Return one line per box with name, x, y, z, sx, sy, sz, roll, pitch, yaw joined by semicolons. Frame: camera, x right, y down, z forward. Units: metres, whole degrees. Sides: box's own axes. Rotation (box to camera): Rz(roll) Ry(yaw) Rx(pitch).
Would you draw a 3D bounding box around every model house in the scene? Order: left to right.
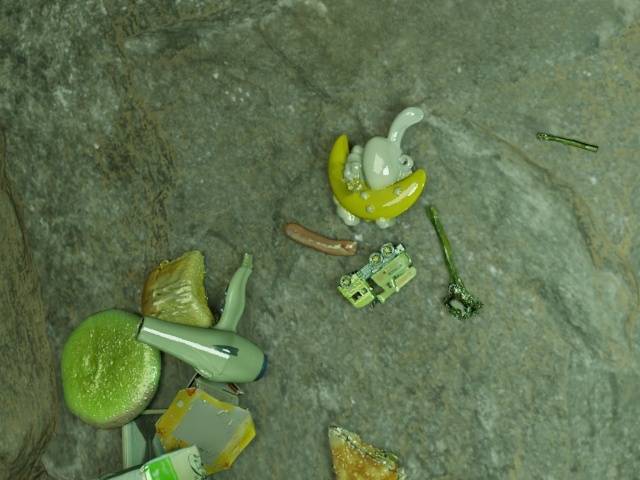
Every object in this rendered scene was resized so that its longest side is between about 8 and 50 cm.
model house;-0.264;0.402;1.882;0.208;0.136;0.219;26;112;-16

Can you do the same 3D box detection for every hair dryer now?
hair dryer;-0.267;0.172;1.826;0.119;0.296;0.298;-29;64;54

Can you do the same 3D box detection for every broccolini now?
broccolini;0.273;0.049;1.754;0.057;0.071;0.254;-47;53;55

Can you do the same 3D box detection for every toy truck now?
toy truck;0.126;0.080;1.780;0.169;0.077;0.100;-39;85;9

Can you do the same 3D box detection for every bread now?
bread;-0.514;0.310;2.013;0.302;0.045;0.301;-4;78;21
bread;-0.339;0.149;1.923;0.174;0.133;0.251;-17;76;17

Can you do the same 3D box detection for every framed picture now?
framed picture;-0.406;0.505;1.966;0.150;0.015;0.203;-6;81;21

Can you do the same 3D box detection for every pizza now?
pizza;0.078;0.475;1.758;0.185;0.052;0.195;-39;75;20

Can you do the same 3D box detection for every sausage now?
sausage;-0.001;0.000;1.857;0.177;0.040;0.047;19;84;23

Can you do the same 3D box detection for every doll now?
doll;0.126;-0.149;1.793;0.237;0.111;0.252;-8;81;36

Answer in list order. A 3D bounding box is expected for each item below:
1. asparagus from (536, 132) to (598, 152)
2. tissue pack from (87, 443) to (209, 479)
asparagus;0.507;-0.202;1.695;0.127;0.018;0.015;18;130;25
tissue pack;-0.350;0.677;1.769;0.332;0.205;0.404;-26;80;33
